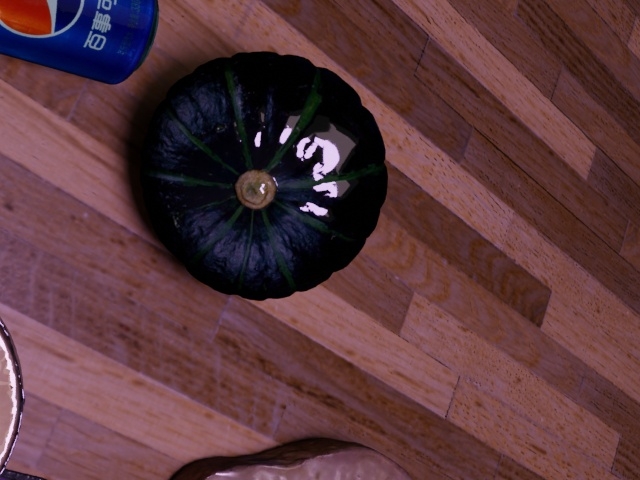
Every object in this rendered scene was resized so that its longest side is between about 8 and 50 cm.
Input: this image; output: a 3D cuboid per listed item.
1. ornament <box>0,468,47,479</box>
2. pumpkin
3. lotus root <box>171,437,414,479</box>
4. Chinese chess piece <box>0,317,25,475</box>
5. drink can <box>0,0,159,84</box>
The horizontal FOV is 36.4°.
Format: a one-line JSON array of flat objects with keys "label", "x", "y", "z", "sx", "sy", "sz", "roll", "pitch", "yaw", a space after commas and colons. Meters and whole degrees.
[{"label": "ornament", "x": -0.232, "y": 0.252, "z": 0.835, "sx": 0.081, "sy": 0.203, "sz": 0.088, "roll": 28, "pitch": 68, "yaw": -43}, {"label": "pumpkin", "x": -0.055, "y": -0.070, "z": 0.996, "sx": 0.248, "sy": 0.248, "sz": 0.248, "roll": 2, "pitch": 87, "yaw": -39}, {"label": "lotus root", "x": -0.032, "y": 0.386, "z": 1.048, "sx": 0.390, "sy": 0.111, "sz": 0.375, "roll": -46, "pitch": 114, "yaw": -27}, {"label": "Chinese chess piece", "x": -0.367, "y": 0.131, "z": 0.789, "sx": 0.250, "sy": 0.103, "sz": 0.249, "roll": 2, "pitch": 88, "yaw": -38}, {"label": "drink can", "x": -0.256, "y": -0.219, "z": 0.884, "sx": 0.205, "sy": 0.118, "sz": 0.118, "roll": 11, "pitch": 81, "yaw": -37}]
